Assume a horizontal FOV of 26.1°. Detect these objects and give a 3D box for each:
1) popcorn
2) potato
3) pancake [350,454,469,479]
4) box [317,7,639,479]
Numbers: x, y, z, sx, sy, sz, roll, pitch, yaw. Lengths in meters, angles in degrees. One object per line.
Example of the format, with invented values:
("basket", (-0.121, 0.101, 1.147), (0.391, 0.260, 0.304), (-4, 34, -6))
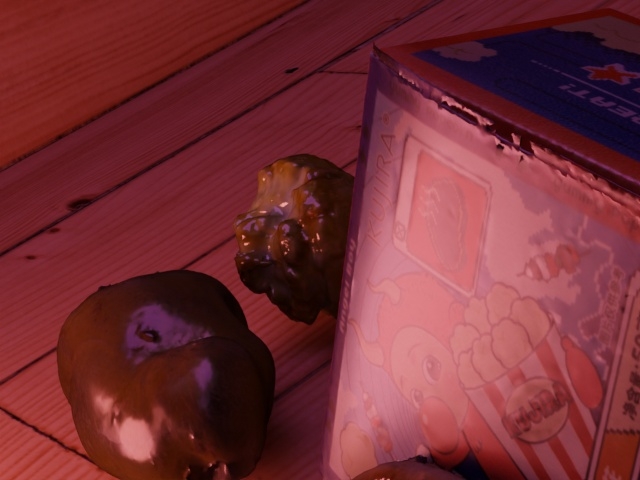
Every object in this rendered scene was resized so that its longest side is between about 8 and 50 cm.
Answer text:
("popcorn", (0.000, 0.000, 1.636), (0.183, 0.204, 0.221), (-40, 23, 8))
("potato", (-0.155, 0.151, 1.427), (0.218, 0.202, 0.351), (-36, 31, -5))
("pancake", (0.051, 0.280, 0.873), (0.049, 0.282, 0.282), (9, -2, -40))
("box", (0.192, 0.064, 0.922), (0.257, 0.349, 0.318), (-14, 35, -35))
